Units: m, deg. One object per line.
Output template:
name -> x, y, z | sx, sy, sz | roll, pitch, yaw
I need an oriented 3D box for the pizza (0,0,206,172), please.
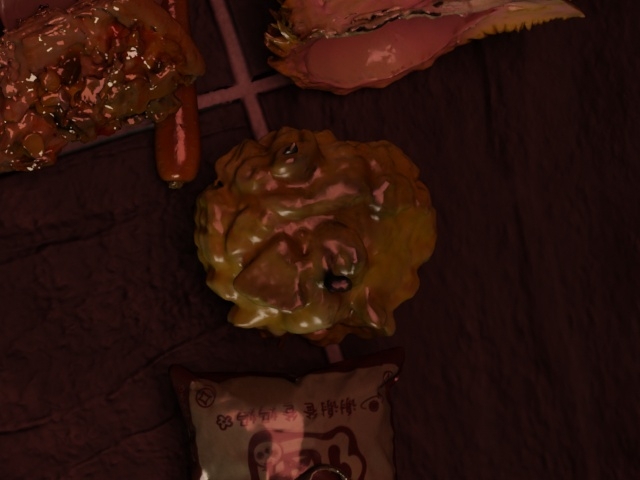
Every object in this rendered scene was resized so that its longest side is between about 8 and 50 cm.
pizza -> -0.209, -0.129, 1.588 | 0.226, 0.069, 0.147 | -25, 138, -6

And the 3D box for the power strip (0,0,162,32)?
power strip -> -0.213, -0.231, 1.600 | 0.154, 0.078, 0.154 | -15, 132, -17

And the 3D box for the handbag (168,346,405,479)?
handbag -> -0.018, 0.214, 1.643 | 0.213, 0.127, 0.235 | -5, 90, -19

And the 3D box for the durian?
durian -> 0.067, -0.249, 1.698 | 0.305, 0.185, 0.196 | -15, 72, -22

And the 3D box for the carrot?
carrot -> -0.133, -0.169, 1.681 | 0.043, 0.043, 0.248 | -3, 85, -17

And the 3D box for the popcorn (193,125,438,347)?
popcorn -> -0.003, 0.000, 1.641 | 0.218, 0.169, 0.189 | 5, 85, -13
